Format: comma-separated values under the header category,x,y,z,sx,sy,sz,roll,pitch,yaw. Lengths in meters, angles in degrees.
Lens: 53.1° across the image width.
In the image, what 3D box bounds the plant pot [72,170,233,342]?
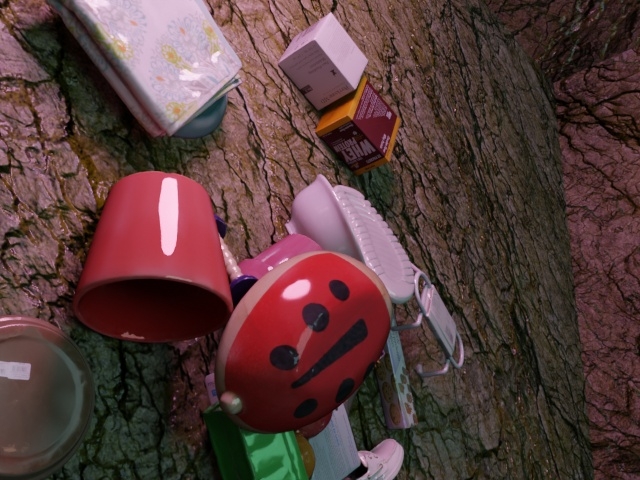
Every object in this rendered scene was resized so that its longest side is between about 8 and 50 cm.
category,x,y,z,sx,sy,sz,roll,pitch,yaw
plant pot,-0.299,0.025,1.177,0.274,0.274,0.243,25,48,-41

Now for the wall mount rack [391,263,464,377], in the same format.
category,x,y,z,sx,sy,sz,roll,pitch,yaw
wall mount rack,0.294,0.200,1.813,0.350,0.130,0.304,58,33,-31

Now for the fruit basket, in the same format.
category,x,y,z,sx,sy,sz,roll,pitch,yaw
fruit basket,-0.072,0.390,1.355,0.353,0.165,0.327,-14,85,-55

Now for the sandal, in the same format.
category,x,y,z,sx,sy,sz,roll,pitch,yaw
sandal,0.129,0.020,1.711,0.169,0.102,0.416,11,41,-34

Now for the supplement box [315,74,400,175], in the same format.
category,x,y,z,sx,sy,sz,roll,pitch,yaw
supplement box,0.115,-0.335,1.881,0.194,0.129,0.191,43,46,-28

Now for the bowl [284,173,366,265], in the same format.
category,x,y,z,sx,sy,sz,roll,pitch,yaw
bowl,0.000,0.000,1.563,0.298,0.134,0.298,156,-90,-86

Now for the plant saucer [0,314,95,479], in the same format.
category,x,y,z,sx,sy,sz,roll,pitch,yaw
plant saucer,-0.485,0.253,1.024,0.277,0.041,0.278,21,59,-41

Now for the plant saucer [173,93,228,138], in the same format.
category,x,y,z,sx,sy,sz,roll,pitch,yaw
plant saucer,-0.328,-0.389,1.468,0.317,0.043,0.318,23,59,-43

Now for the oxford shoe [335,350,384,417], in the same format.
category,x,y,z,sx,sy,sz,roll,pitch,yaw
oxford shoe,0.073,0.295,1.533,0.130,0.132,0.364,31,66,-54

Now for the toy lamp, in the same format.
category,x,y,z,sx,sy,sz,roll,pitch,yaw
toy lamp,-0.203,0.024,1.310,0.080,0.080,0.275,25,18,-40

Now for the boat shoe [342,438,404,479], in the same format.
category,x,y,z,sx,sy,sz,roll,pitch,yaw
boat shoe,0.106,0.547,1.529,0.277,0.098,0.096,-32,100,-49

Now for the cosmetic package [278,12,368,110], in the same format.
category,x,y,z,sx,sy,sz,roll,pitch,yaw
cosmetic package,0.011,-0.504,1.816,0.184,0.151,0.152,46,45,-25

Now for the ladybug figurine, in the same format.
category,x,y,z,sx,sy,sz,roll,pitch,yaw
ladybug figurine,-0.008,0.189,1.209,0.449,0.161,0.305,-38,114,-41

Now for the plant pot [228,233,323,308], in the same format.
category,x,y,z,sx,sy,sz,roll,pitch,yaw
plant pot,-0.078,0.089,1.401,0.180,0.201,0.201,-48,112,-31

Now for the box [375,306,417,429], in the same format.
category,x,y,z,sx,sy,sz,roll,pitch,yaw
box,0.189,0.344,1.735,0.063,0.067,0.324,1,75,-49

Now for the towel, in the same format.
category,x,y,z,sx,sy,sz,roll,pitch,yaw
towel,-0.349,-0.435,1.361,0.375,0.090,0.321,54,41,-18
